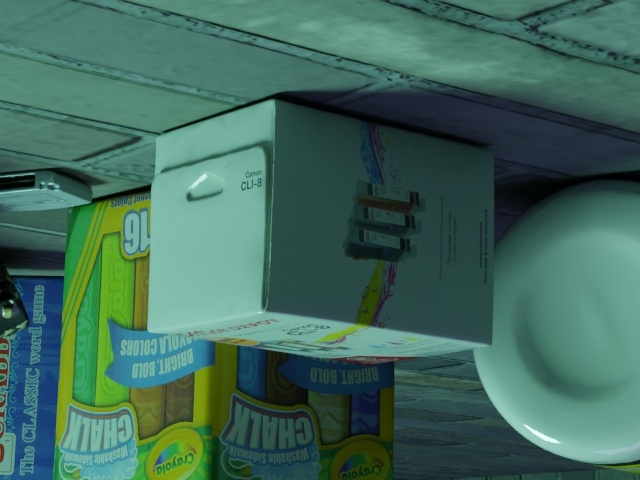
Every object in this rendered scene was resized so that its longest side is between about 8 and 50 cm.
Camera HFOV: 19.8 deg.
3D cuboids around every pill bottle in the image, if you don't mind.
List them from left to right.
[{"bbox_3d":[0.258,0.079,1.311,0.188,0.188,0.334,-6,166,31],"label":"pill bottle"}]

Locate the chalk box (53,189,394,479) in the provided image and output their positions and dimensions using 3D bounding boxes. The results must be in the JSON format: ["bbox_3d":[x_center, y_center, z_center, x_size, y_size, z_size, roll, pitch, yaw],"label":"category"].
[{"bbox_3d":[-0.068,0.118,1.289,0.179,0.289,0.180,12,164,-43],"label":"chalk box"}]

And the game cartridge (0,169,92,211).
[{"bbox_3d":[-0.201,-0.033,1.253,0.083,0.017,0.056,-4,164,25],"label":"game cartridge"}]

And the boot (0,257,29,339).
[{"bbox_3d":[-0.331,0.063,1.456,0.178,0.085,0.236,-23,174,-6],"label":"boot"}]

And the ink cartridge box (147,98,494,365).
[{"bbox_3d":[0.000,0.000,1.110,0.176,0.127,0.128,11,165,-36],"label":"ink cartridge box"}]

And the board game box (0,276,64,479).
[{"bbox_3d":[-0.370,0.189,1.608,0.318,0.319,0.066,0,167,3],"label":"board game box"}]
